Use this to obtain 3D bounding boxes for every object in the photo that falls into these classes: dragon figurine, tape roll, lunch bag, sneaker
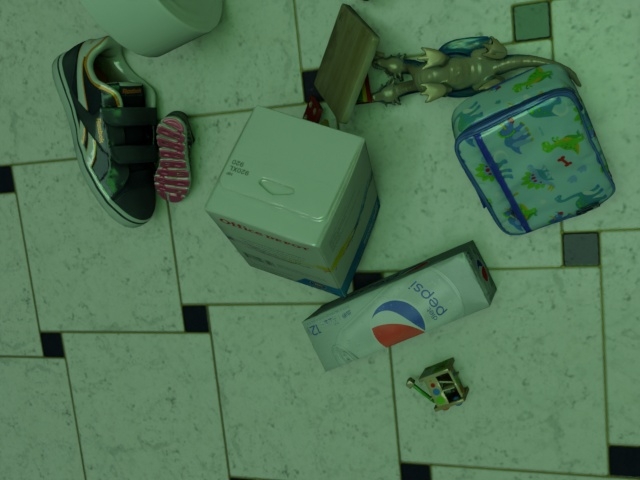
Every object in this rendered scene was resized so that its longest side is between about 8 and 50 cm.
[{"bbox_3d":[0.205,-0.241,1.035,0.288,0.144,0.085,-7,105,7],"label":"dragon figurine"},{"bbox_3d":[-0.261,-0.419,1.067,0.100,0.286,0.286,-18,94,23],"label":"tape roll"},{"bbox_3d":[0.281,-0.111,0.987,0.176,0.090,0.219,-21,131,21],"label":"lunch bag"},{"bbox_3d":[-0.242,-0.145,1.240,0.063,0.075,0.171,8,127,1],"label":"sneaker"},{"bbox_3d":[-0.337,-0.186,1.227,0.127,0.126,0.321,-22,91,28],"label":"sneaker"}]

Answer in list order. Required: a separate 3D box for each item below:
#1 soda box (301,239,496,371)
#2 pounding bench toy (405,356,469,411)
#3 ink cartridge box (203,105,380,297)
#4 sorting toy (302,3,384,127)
[{"bbox_3d":[0.120,0.102,1.136,0.286,0.098,0.091,-25,92,22],"label":"soda box"},{"bbox_3d":[0.184,0.236,1.163,0.083,0.052,0.065,-26,92,23],"label":"pounding bench toy"},{"bbox_3d":[-0.028,-0.049,1.058,0.171,0.233,0.168,19,74,16],"label":"ink cartridge box"},{"bbox_3d":[0.047,-0.249,1.079,0.046,0.132,0.275,6,123,-26],"label":"sorting toy"}]
